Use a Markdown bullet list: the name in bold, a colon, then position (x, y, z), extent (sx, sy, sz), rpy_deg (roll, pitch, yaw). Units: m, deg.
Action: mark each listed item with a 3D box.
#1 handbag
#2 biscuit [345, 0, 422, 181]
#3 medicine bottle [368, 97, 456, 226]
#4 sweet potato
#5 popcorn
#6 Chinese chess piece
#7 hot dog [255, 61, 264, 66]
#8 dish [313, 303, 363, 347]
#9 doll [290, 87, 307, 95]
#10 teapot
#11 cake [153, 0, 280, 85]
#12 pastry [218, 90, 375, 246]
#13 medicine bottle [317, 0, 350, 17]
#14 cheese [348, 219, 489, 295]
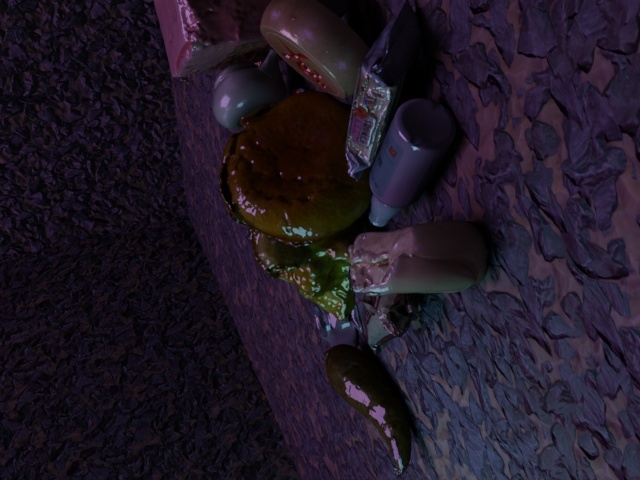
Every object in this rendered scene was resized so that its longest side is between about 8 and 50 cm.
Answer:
- **handbag**: position (0.155, 0.123, 1.641), extent (0.235, 0.127, 0.213), rpy_deg (132, 150, -68)
- **biscuit**: position (0.108, -0.264, 1.417), extent (0.079, 0.186, 0.309), rpy_deg (24, 145, 7)
- **medicine bottle**: position (0.151, -0.125, 1.462), extent (0.352, 0.110, 0.110), rpy_deg (111, 141, -63)
- **sweet potato**: position (0.129, 0.400, 1.966), extent (0.423, 0.130, 0.131), rpy_deg (50, 150, 44)
- **popcorn**: position (0.009, 0.001, 1.793), extent (0.325, 0.321, 0.290), rpy_deg (2, 65, 49)
- **Chinese chess piece**: position (-0.006, -0.389, 1.547), extent (0.250, 0.097, 0.251), rpy_deg (38, 179, 1)
- **hot dog**: position (-0.177, -0.555, 2.246), extent (0.071, 0.045, 0.165), rpy_deg (-160, 57, -67)
- **dish**: position (0.037, 0.224, 2.173), extent (0.246, 0.078, 0.224), rpy_deg (163, 93, -73)
- **doll**: position (-0.051, -0.304, 1.992), extent (0.384, 0.099, 0.188), rpy_deg (173, 90, -77)
- **teapot**: position (-0.195, -0.384, 2.094), extent (0.318, 0.219, 0.149), rpy_deg (115, 130, -79)
- **cake**: position (-0.255, -0.611, 2.000), extent (0.293, 0.306, 0.314), rpy_deg (163, 92, -71)
- **pastry**: position (-0.043, -0.155, 1.631), extent (0.164, 0.356, 0.356), rpy_deg (67, 179, -61)
- **medicine bottle**: position (-0.012, -0.527, 1.649), extent (0.168, 0.105, 0.105), rpy_deg (-134, 33, -58)
- **cheese**: position (0.163, 0.036, 1.381), extent (0.266, 0.233, 0.127), rpy_deg (162, 104, -70)
